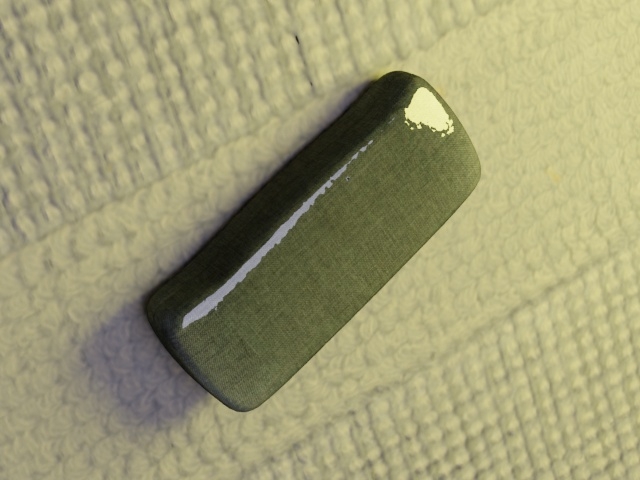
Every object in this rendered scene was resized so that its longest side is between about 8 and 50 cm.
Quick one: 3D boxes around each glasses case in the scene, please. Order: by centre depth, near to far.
[{"bbox_3d":[0.000,0.000,1.226,0.323,0.074,0.131,-44,123,-13],"label":"glasses case"}]
